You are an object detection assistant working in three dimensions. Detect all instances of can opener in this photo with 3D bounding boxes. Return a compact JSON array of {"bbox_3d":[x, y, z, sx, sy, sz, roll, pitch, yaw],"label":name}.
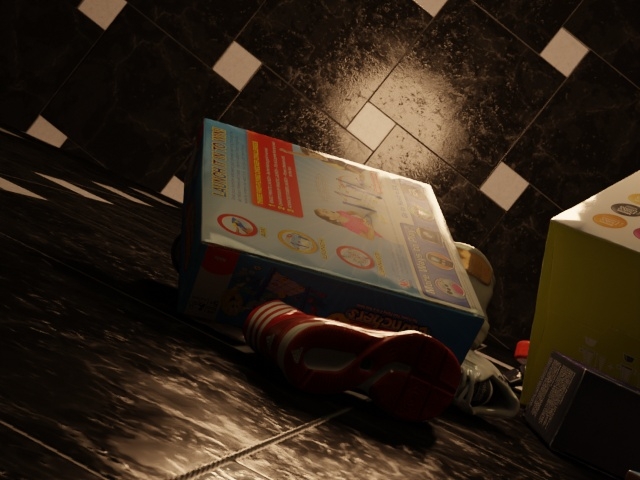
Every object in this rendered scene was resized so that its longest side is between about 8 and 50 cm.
[{"bbox_3d":[0.381,0.264,1.810,0.059,0.073,0.186,63,-3,-11],"label":"can opener"}]

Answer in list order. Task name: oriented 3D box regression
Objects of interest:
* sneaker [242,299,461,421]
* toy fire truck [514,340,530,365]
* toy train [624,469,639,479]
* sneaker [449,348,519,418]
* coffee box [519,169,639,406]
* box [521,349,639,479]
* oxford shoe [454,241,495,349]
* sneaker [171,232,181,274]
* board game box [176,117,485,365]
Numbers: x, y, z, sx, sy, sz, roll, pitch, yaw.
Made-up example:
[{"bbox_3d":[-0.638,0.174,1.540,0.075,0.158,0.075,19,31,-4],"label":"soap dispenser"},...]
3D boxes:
[{"bbox_3d":[0.025,0.098,0.952,0.221,0.087,0.128,25,2,-39],"label":"sneaker"},{"bbox_3d":[0.563,0.278,2.092,0.253,0.169,0.302,2,-23,36],"label":"toy fire truck"},{"bbox_3d":[0.321,0.222,0.789,0.080,0.105,0.184,24,1,-39],"label":"toy train"},{"bbox_3d":[0.137,0.147,1.176,0.235,0.090,0.095,22,12,-38],"label":"sneaker"},{"bbox_3d":[0.554,0.126,1.582,0.337,0.338,0.334,24,32,35],"label":"coffee box"},{"bbox_3d":[0.363,0.229,1.307,0.153,0.108,0.207,25,1,0],"label":"box"},{"bbox_3d":[0.115,0.078,1.440,0.169,0.130,0.449,23,-13,-16],"label":"oxford shoe"},{"bbox_3d":[-0.086,0.042,1.257,0.226,0.086,0.163,22,0,-16],"label":"sneaker"},{"bbox_3d":[0.000,0.000,1.137,0.301,0.086,0.308,15,27,-14],"label":"board game box"}]
